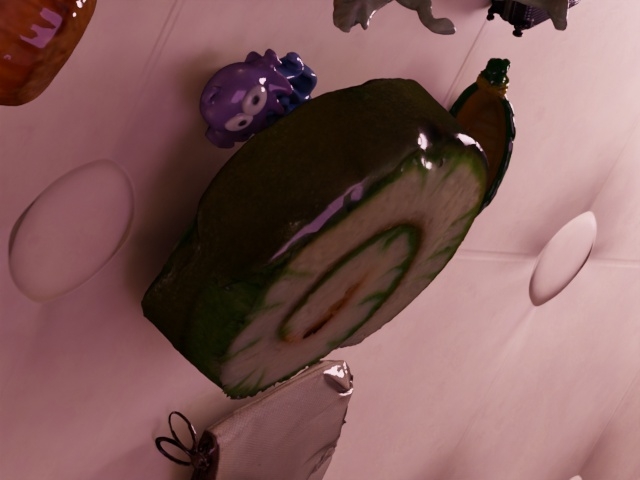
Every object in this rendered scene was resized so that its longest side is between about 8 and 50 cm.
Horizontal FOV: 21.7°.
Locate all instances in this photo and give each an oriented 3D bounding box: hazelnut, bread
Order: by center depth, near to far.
[{"bbox_3d":[-0.245,-0.178,1.230,0.150,0.150,0.150,-34,145,-29],"label":"hazelnut"},{"bbox_3d":[0.000,0.000,1.694,0.366,0.129,0.382,-43,158,-2],"label":"bread"}]

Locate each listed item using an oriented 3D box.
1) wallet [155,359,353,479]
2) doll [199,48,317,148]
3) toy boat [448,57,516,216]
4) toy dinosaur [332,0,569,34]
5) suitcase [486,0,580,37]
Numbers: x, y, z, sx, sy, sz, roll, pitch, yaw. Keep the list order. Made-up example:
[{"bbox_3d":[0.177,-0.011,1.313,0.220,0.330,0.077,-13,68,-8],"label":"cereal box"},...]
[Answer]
[{"bbox_3d":[-0.075,0.264,1.967,0.275,0.068,0.335,-28,148,-31],"label":"wallet"},{"bbox_3d":[-0.056,-0.137,1.582,0.110,0.067,0.206,-55,161,21],"label":"doll"},{"bbox_3d":[0.174,-0.104,1.901,0.088,0.089,0.229,-32,141,-68],"label":"toy boat"},{"bbox_3d":[0.159,-0.285,1.636,0.393,0.205,0.092,-58,153,-49],"label":"toy dinosaur"},{"bbox_3d":[0.244,-0.286,1.843,0.126,0.059,0.086,-29,143,-35],"label":"suitcase"}]
